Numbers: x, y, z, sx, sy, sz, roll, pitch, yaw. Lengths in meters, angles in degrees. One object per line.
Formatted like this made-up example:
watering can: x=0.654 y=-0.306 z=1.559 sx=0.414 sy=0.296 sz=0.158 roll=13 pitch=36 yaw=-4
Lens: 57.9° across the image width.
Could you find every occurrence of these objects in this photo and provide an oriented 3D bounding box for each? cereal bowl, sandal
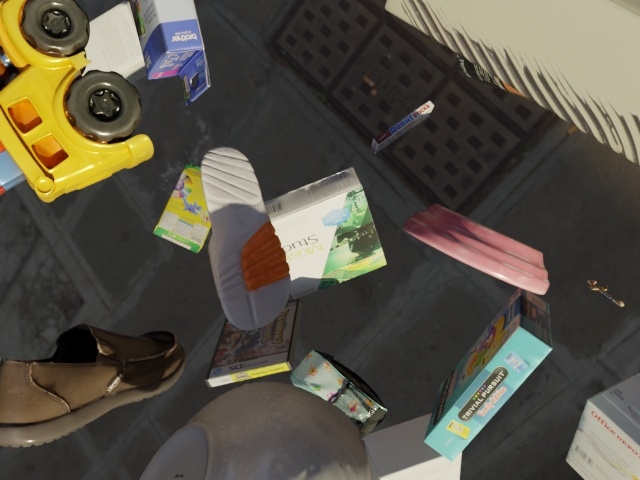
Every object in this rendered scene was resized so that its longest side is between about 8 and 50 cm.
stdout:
cereal bowl: x=-0.112 y=0.300 z=0.630 sx=0.339 sy=0.339 sz=0.141 roll=-39 pitch=118 yaw=25
sandal: x=-0.112 y=-0.003 z=0.826 sx=0.076 sy=0.102 sz=0.265 roll=132 pitch=127 yaw=-66

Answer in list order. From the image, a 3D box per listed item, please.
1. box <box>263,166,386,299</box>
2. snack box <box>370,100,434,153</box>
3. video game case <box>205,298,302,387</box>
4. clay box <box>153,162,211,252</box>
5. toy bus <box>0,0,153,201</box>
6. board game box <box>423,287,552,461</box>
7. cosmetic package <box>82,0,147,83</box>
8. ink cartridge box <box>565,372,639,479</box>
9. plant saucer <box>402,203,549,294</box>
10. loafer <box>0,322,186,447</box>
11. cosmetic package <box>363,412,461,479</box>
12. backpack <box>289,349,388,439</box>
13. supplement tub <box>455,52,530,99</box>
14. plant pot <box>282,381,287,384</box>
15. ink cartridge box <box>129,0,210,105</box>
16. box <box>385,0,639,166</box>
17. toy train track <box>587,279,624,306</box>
box: x=0.000 y=0.000 z=1.197 sx=0.232 sy=0.322 sz=0.058 roll=-21 pitch=59 yaw=4
snack box: x=0.203 y=-0.281 z=1.444 sx=0.178 sy=0.064 sz=0.022 roll=-36 pitch=82 yaw=-10
video game case: x=-0.185 y=0.288 z=1.661 sx=0.248 sy=0.275 sz=0.035 roll=-15 pitch=120 yaw=14
clay box: x=-0.341 y=-0.091 z=1.541 sx=0.053 sy=0.127 sz=0.222 roll=-42 pitch=26 yaw=52
toy bus: x=-0.328 y=-0.146 z=0.646 sx=0.220 sy=0.211 sz=0.149 roll=60 pitch=161 yaw=-12
board game box: x=0.368 y=0.284 z=1.272 sx=0.079 sy=0.254 sz=0.336 roll=35 pitch=113 yaw=8
cosmetic package: x=-0.426 y=-0.359 z=1.141 sx=0.231 sy=0.085 sz=0.117 roll=-19 pitch=91 yaw=22
ink cartridge box: x=0.700 y=0.458 z=1.306 sx=0.171 sy=0.168 sz=0.233 roll=48 pitch=149 yaw=46
plant saucer: x=0.345 y=0.007 z=1.259 sx=0.332 sy=0.332 sz=0.084 roll=28 pitch=100 yaw=26
loafer: x=-0.334 y=0.189 z=0.897 sx=0.133 sy=0.366 sz=0.130 roll=-2 pitch=95 yaw=19
cosmetic package: x=0.244 y=0.602 z=1.547 sx=0.138 sy=0.224 sz=0.225 roll=-116 pitch=15 yaw=-49
backpack: x=0.019 y=0.313 z=1.149 sx=0.144 sy=0.166 sz=0.188 roll=-41 pitch=82 yaw=-10
supplement tub: x=0.443 y=-0.386 z=1.174 sx=0.316 sy=0.193 sz=0.194 roll=42 pitch=112 yaw=47
plant pot: x=-0.154 y=0.523 z=1.662 sx=0.174 sy=0.191 sz=0.191 roll=-16 pitch=82 yaw=-9
ink cartridge box: x=-0.237 y=-0.358 z=0.837 sx=0.186 sy=0.065 sz=0.311 roll=9 pitch=115 yaw=66
box: x=0.189 y=-0.166 z=0.427 sx=0.275 sy=0.113 sz=0.094 roll=41 pitch=149 yaw=22
toy train track: x=0.558 y=0.099 z=1.131 sx=0.083 sy=0.048 sz=0.014 roll=52 pitch=130 yaw=49
